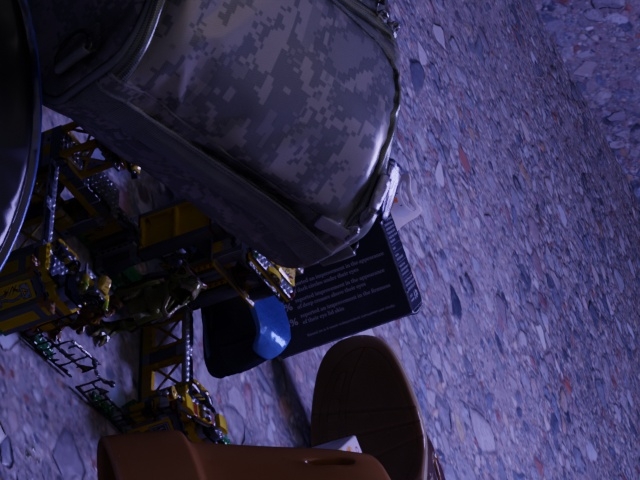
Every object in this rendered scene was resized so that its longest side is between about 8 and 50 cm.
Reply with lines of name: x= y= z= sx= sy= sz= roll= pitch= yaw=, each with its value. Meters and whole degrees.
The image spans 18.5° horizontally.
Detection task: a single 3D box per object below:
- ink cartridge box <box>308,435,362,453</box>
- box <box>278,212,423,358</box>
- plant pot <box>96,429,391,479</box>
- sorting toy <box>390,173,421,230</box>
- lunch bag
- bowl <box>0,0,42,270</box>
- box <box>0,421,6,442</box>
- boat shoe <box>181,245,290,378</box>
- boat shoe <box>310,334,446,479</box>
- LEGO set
ink cartridge box: x=-0.004 y=0.255 z=1.923 sx=0.092 sy=0.090 sz=0.143 roll=70 pitch=20 yaw=-4
box: x=0.000 y=0.000 z=2.051 sx=0.108 sy=0.153 sz=0.207 roll=-25 pitch=96 yaw=-81
plant pot: x=-0.043 y=0.271 z=1.459 sx=0.291 sy=0.203 sz=0.291 roll=171 pitch=-90 yaw=-78
sorting toy: x=0.085 y=-0.048 z=2.457 sx=0.083 sy=0.075 sz=0.045 roll=70 pitch=19 yaw=-2
lunch bag: x=-0.082 y=-0.140 z=1.497 sx=0.305 sy=0.212 sz=0.256 roll=35 pitch=40 yaw=-39
bowl: x=-0.320 y=-0.098 z=1.231 sx=0.391 sy=0.077 sz=0.391 roll=6 pitch=83 yaw=-56
box: x=-0.287 y=0.161 z=1.173 sx=0.186 sy=0.145 sz=0.038 roll=-63 pitch=134 yaw=-64
boat shoe: x=-0.102 y=0.020 z=1.876 sx=0.109 sy=0.089 sz=0.258 roll=43 pitch=22 yaw=-33
boat shoe: x=0.076 y=0.263 z=2.104 sx=0.123 sy=0.123 sz=0.342 roll=-34 pitch=108 yaw=-78
LEGO set: x=-0.125 y=0.023 z=1.658 sx=0.331 sy=0.192 sz=0.255 roll=55 pitch=25 yaw=-37
